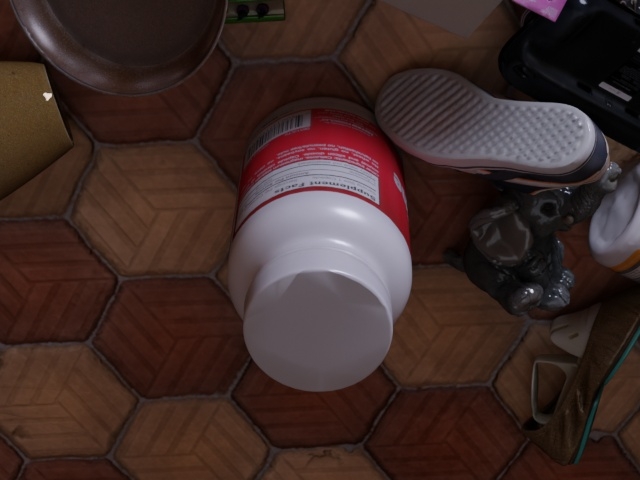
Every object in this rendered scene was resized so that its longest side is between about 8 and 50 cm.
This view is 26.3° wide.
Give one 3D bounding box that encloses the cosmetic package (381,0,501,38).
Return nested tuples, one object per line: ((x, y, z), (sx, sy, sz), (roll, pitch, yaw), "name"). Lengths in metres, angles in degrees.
((0.086, -0.382, 1.630), (0.296, 0.153, 0.129), (21, 157, -13), "cosmetic package")

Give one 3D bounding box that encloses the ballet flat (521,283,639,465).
((0.383, 0.185, 2.030), (0.124, 0.116, 0.342), (24, 124, 9), "ballet flat")

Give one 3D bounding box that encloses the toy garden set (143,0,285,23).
((-0.153, -0.380, 1.715), (0.204, 0.049, 0.244), (-3, 121, 2), "toy garden set")

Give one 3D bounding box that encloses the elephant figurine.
((0.283, -0.031, 1.862), (0.186, 0.169, 0.239), (-10, 128, -11), "elephant figurine")

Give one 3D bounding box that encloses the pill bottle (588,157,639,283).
((0.522, 0.011, 1.877), (0.279, 0.162, 0.162), (25, 118, -14), "pill bottle")

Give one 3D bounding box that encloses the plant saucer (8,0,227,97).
((-0.251, -0.333, 1.703), (0.311, 0.050, 0.310), (8, 116, 16), "plant saucer")

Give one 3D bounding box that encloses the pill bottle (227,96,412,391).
((0.000, 0.000, 1.733), (0.229, 0.407, 0.229), (0, 121, 1), "pill bottle")

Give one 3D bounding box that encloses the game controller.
((0.386, -0.211, 1.758), (0.319, 0.067, 0.166), (22, 124, -29), "game controller")

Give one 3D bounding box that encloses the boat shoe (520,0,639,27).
((0.371, -0.292, 1.745), (0.229, 0.076, 0.080), (-8, 120, 6), "boat shoe")

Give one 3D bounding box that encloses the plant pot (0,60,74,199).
((-0.461, -0.135, 1.784), (0.254, 0.237, 0.237), (-18, 120, -5), "plant pot")

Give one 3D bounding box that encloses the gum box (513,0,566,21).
((0.262, -0.335, 1.643), (0.062, 0.188, 0.107), (24, 104, -12), "gum box")

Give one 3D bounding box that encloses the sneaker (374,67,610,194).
((0.223, -0.133, 1.775), (0.127, 0.321, 0.126), (28, 84, -54), "sneaker")
